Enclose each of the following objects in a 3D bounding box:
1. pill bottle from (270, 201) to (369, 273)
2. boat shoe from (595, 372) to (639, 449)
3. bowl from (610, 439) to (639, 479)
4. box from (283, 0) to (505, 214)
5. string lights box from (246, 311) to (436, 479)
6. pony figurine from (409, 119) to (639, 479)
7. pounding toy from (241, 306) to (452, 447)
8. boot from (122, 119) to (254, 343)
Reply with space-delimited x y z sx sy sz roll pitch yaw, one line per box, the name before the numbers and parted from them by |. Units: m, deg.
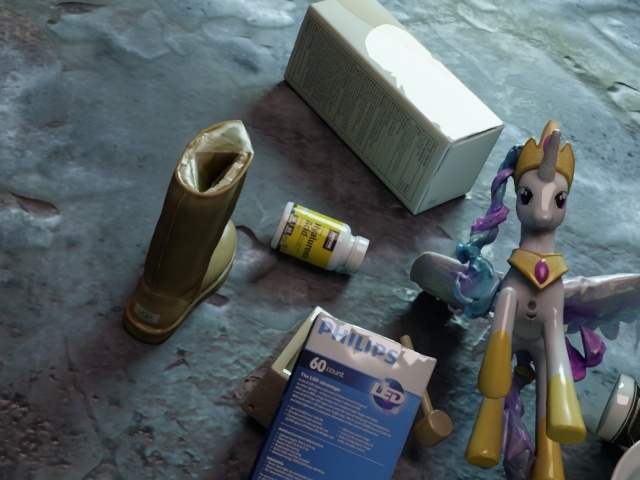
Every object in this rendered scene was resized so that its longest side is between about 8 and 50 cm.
pill bottle | 0.000 0.000 1.566 0.116 0.065 0.065 21 43 -2
boat shoe | 0.367 0.207 1.423 0.070 0.219 0.078 22 84 19
bowl | 0.422 0.365 1.336 0.297 0.134 0.298 12 44 -11
box | 0.099 -0.200 1.749 0.121 0.148 0.311 -22 61 -38
string lights box | 0.008 0.218 1.250 0.133 0.077 0.260 23 78 -1
pony figurine | 0.244 0.089 1.407 0.302 0.351 0.364 5 64 7
pounding toy | 0.044 0.181 1.396 0.206 0.094 0.181 37 39 1
boot | -0.127 -0.032 1.394 0.089 0.270 0.236 25 44 -1
